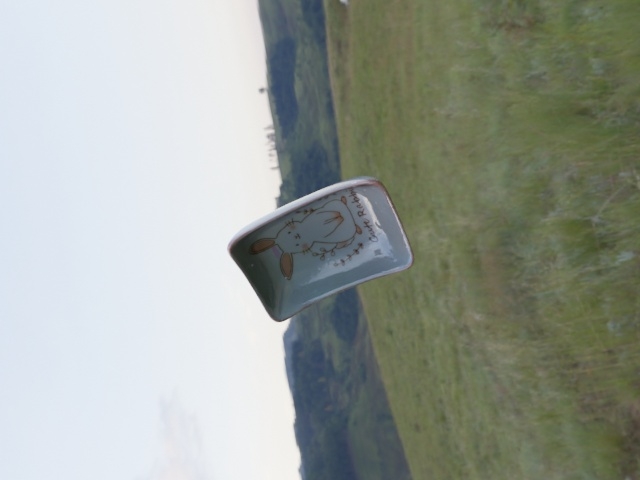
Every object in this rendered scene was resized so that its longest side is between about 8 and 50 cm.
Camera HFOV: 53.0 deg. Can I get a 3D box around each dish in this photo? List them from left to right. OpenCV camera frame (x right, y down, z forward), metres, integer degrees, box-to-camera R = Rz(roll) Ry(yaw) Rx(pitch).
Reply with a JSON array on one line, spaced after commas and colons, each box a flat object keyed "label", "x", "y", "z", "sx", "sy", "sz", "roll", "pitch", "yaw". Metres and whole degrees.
[{"label": "dish", "x": 0.000, "y": 0.000, "z": 0.839, "sx": 0.077, "sy": 0.212, "sz": 0.151, "roll": -103, "pitch": -13, "yaw": -56}]
